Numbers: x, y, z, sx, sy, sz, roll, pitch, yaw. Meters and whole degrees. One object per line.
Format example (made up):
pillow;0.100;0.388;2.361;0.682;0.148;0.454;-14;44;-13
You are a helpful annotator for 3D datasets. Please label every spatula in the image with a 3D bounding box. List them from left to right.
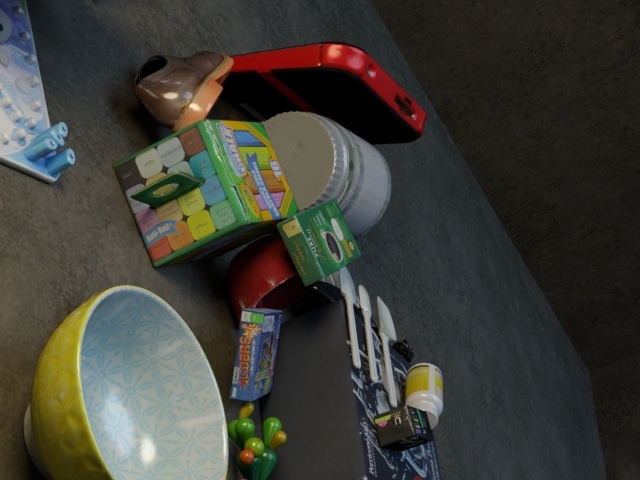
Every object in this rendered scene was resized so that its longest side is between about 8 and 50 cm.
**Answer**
spatula;0.086;0.156;1.998;0.168;0.019;0.242;50;21;-37

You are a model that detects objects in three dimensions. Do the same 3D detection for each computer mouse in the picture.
computer mouse;0.046;0.174;2.233;0.262;0.184;0.060;33;46;7

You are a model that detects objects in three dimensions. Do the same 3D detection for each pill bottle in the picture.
pill bottle;0.176;0.268;2.031;0.065;0.065;0.116;56;22;-26

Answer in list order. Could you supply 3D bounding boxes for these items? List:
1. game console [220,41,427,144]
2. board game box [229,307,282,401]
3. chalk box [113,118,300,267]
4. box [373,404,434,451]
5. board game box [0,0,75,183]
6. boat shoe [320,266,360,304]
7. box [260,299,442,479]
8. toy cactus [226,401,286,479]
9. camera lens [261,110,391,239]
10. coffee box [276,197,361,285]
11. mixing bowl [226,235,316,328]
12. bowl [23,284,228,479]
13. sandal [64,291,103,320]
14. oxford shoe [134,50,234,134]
game console;-0.006;-0.276;2.321;0.386;0.342;0.060;34;62;-56
board game box;-0.097;0.173;1.849;0.201;0.035;0.136;32;66;-83
chalk box;-0.185;-0.074;1.860;0.179;0.180;0.289;67;21;4
box;0.132;0.298;1.890;0.083;0.062;0.052;27;44;-58
board game box;-0.481;-0.303;1.550;0.390;0.050;0.390;28;42;-59
boat shoe;0.038;0.139;2.356;0.076;0.083;0.226;-24;102;-82
box;0.055;0.334;2.009;0.312;0.179;0.343;43;30;-45
toy cactus;-0.111;0.344;1.730;0.219;0.112;0.180;-59;141;-69
camera lens;-0.002;-0.120;2.309;0.274;0.219;0.219;22;48;-63
coffee box;0.000;0.000;1.931;0.113;0.040;0.184;65;24;-2
mixing bowl;-0.089;0.056;1.993;0.098;0.181;0.181;55;17;14
bowl;-0.249;0.212;1.394;0.289;0.156;0.289;49;29;-40
sandal;-0.308;0.126;1.523;0.072;0.049;0.180;60;35;-19
oxford shoe;-0.237;-0.280;2.039;0.133;0.130;0.363;32;15;-11
